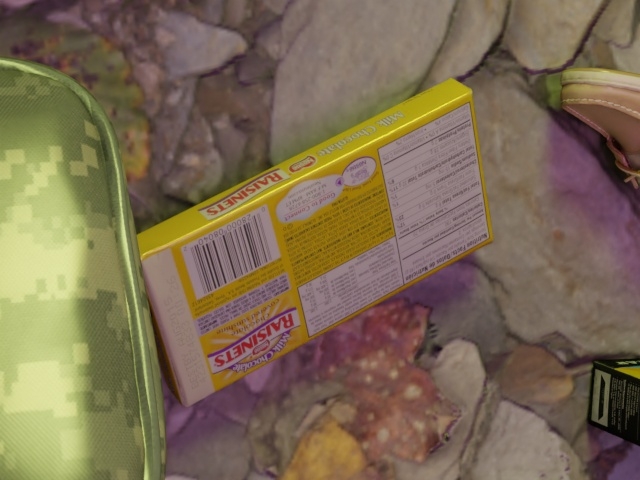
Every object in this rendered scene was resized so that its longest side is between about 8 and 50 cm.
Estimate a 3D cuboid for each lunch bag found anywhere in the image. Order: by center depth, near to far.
[{"bbox_3d":[-0.221,0.081,0.540,0.305,0.256,0.212,-4,58,-16],"label":"lunch bag"}]

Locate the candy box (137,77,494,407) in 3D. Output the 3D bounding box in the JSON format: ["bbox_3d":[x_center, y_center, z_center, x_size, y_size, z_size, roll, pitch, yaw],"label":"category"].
[{"bbox_3d":[0.000,0.000,0.801,0.206,0.027,0.105,-27,131,-19],"label":"candy box"}]

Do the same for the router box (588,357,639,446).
[{"bbox_3d":[0.274,0.103,0.901,0.179,0.133,0.046,0,99,-25],"label":"router box"}]

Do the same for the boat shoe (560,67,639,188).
[{"bbox_3d":[0.208,-0.053,0.885,0.170,0.063,0.059,20,83,-27],"label":"boat shoe"}]
